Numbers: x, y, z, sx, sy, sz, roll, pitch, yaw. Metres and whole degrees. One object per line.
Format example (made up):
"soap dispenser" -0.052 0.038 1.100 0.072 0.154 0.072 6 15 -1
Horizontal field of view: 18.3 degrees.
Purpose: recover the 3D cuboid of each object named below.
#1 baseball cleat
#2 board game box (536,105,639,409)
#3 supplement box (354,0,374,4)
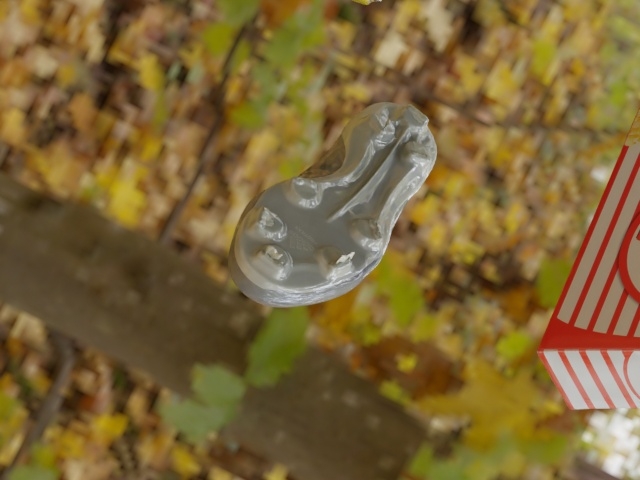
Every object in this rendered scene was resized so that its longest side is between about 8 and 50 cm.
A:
"baseball cleat" 0.000 0.000 1.075 0.109 0.072 0.206 -53 172 38
"board game box" 0.202 -0.006 0.928 0.147 0.045 0.193 -3 -135 35
"supplement box" -0.005 -0.331 1.048 0.194 0.195 0.356 4 106 -83
